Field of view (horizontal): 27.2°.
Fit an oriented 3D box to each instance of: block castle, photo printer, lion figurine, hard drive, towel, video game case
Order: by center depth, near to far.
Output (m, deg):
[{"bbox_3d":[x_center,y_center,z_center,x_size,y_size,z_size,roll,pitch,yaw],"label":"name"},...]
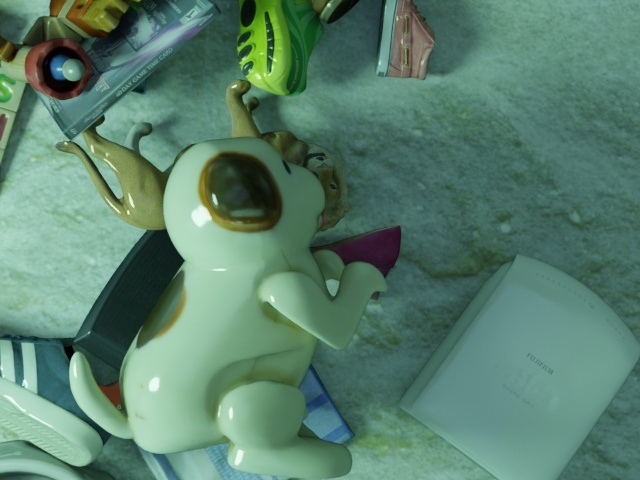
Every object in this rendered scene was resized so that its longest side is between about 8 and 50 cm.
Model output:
[{"bbox_3d":[-0.355,-0.443,1.808,0.303,0.213,0.453,37,76,-38],"label":"block castle"},{"bbox_3d":[-0.284,-0.276,1.884,0.274,0.196,0.026,-40,130,-1],"label":"video game case"},{"bbox_3d":[-0.166,-0.088,1.887,0.392,0.142,0.240,-15,74,-2],"label":"lion figurine"},{"bbox_3d":[-0.217,0.080,1.894,0.172,0.054,0.254,33,66,-1],"label":"hard drive"},{"bbox_3d":[-0.120,0.274,1.928,0.285,0.034,0.209,-31,89,-7],"label":"towel"},{"bbox_3d":[0.301,0.193,1.932,0.256,0.107,0.307,37,83,-1],"label":"photo printer"}]

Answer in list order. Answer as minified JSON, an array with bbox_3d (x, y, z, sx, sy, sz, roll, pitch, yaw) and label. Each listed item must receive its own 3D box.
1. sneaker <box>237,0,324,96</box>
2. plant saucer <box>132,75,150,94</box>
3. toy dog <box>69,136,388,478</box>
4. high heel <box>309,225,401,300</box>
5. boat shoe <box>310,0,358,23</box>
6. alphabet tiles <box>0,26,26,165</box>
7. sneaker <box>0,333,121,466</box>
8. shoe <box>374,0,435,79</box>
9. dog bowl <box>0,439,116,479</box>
[{"bbox_3d":[-0.060,-0.345,1.960,0.109,0.123,0.295,-7,67,29],"label":"sneaker"},{"bbox_3d":[-0.269,-0.315,1.975,0.067,0.018,0.192,14,83,-3],"label":"plant saucer"},{"bbox_3d":[-0.117,0.066,1.734,0.395,0.284,0.408,6,99,-11],"label":"toy dog"},{"bbox_3d":[0.000,0.000,1.921,0.244,0.082,0.117,19,93,-15],"label":"high heel"},{"bbox_3d":[0.064,-0.452,1.966,0.104,0.111,0.307,38,66,-1],"label":"boat shoe"},{"bbox_3d":[-0.595,-0.173,1.914,0.285,0.011,0.342,18,90,-9],"label":"alphabet tiles"},{"bbox_3d":[-0.431,0.176,1.878,0.350,0.131,0.148,30,57,7],"label":"sneaker"},{"bbox_3d":[0.133,-0.330,1.989,0.081,0.063,0.178,7,90,-5],"label":"shoe"},{"bbox_3d":[-0.421,0.456,1.853,0.349,0.102,0.348,0,86,-5],"label":"dog bowl"}]
